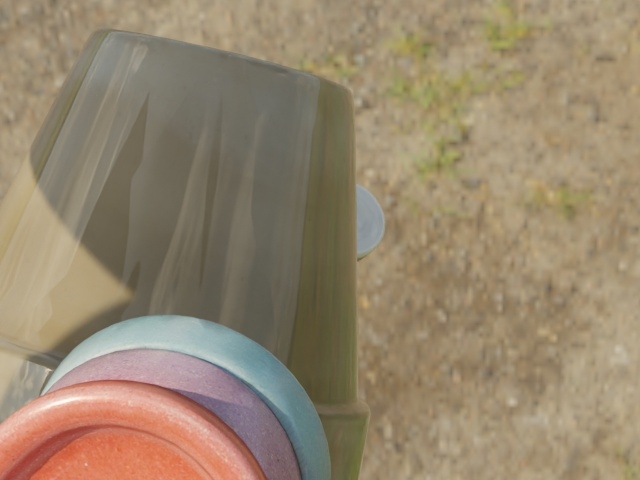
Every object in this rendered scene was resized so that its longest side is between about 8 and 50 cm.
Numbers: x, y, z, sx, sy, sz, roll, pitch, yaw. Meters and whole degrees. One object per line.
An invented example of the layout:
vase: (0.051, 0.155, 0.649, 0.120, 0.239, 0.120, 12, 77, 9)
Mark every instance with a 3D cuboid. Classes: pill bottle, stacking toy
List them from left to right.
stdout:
stacking toy: (-0.012, 0.188, 0.751, 0.309, 0.279, 0.130, 24, 20, 4)
pill bottle: (0.000, 0.000, 1.498, 0.067, 0.120, 0.067, 9, 67, -23)

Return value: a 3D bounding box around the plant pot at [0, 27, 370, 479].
plant pot: (-0.099, 0.008, 1.253, 0.323, 0.323, 0.280, 13, 91, 17)
